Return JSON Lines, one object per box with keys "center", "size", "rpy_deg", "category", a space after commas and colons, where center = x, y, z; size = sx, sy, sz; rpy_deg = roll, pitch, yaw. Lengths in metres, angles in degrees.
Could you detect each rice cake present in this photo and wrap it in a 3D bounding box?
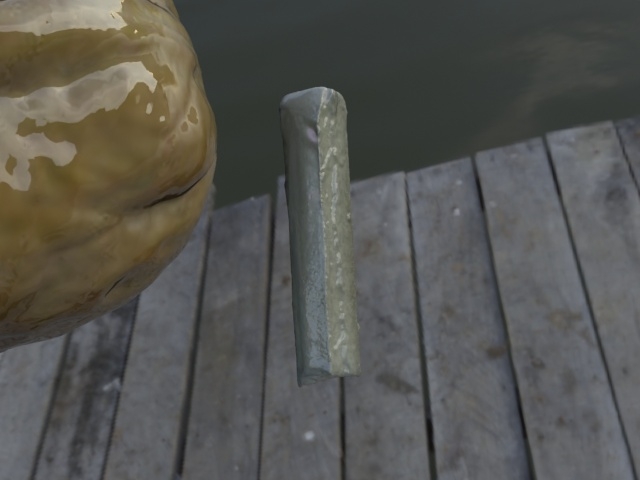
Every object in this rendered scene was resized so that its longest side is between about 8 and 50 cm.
{"center": [0.000, 0.000, 0.817], "size": [0.057, 0.256, 0.052], "rpy_deg": [-1, 4, 31], "category": "rice cake"}

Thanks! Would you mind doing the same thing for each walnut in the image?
{"center": [-0.270, -0.090, 0.757], "size": [0.381, 0.381, 0.381], "rpy_deg": [-12, 42, 11], "category": "walnut"}
